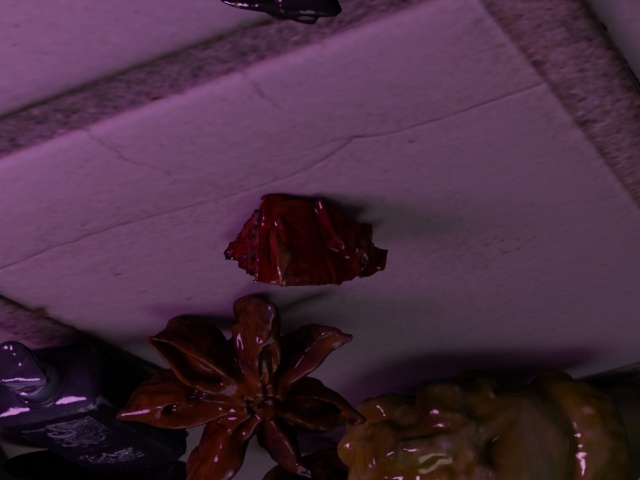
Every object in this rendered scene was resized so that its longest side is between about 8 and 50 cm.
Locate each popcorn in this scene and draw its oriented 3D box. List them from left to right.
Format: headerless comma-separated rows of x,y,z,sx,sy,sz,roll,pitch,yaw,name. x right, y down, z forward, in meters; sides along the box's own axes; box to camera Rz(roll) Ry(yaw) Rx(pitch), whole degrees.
0.150,0.220,1.844,0.286,0.174,0.225,-5,174,-30,popcorn

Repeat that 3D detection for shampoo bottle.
-0.209,0.139,1.567,0.098,0.071,0.309,-8,160,13,shampoo bottle

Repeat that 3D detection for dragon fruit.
0.000,-0.004,1.338,0.131,0.063,0.097,4,-169,-27,dragon fruit

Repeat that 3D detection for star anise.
-0.068,0.124,1.529,0.196,0.111,0.212,-43,136,-4,star anise

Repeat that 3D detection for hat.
-0.211,0.257,1.752,0.193,0.082,0.193,5,-175,0,hat

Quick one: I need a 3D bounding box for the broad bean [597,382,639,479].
0.296,0.243,2.044,0.189,0.121,0.263,-7,158,-23,broad bean

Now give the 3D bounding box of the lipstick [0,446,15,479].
-0.340,0.235,1.743,0.076,0.080,0.371,-8,159,-4,lipstick

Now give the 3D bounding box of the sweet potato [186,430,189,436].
-0.194,0.240,1.881,0.056,0.056,0.195,11,145,-45,sweet potato

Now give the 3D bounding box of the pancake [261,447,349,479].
0.107,0.320,1.931,0.356,0.356,0.065,6,116,-39,pancake

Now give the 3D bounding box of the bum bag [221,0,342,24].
0.039,-0.165,0.872,0.248,0.069,0.102,-27,154,32,bum bag
